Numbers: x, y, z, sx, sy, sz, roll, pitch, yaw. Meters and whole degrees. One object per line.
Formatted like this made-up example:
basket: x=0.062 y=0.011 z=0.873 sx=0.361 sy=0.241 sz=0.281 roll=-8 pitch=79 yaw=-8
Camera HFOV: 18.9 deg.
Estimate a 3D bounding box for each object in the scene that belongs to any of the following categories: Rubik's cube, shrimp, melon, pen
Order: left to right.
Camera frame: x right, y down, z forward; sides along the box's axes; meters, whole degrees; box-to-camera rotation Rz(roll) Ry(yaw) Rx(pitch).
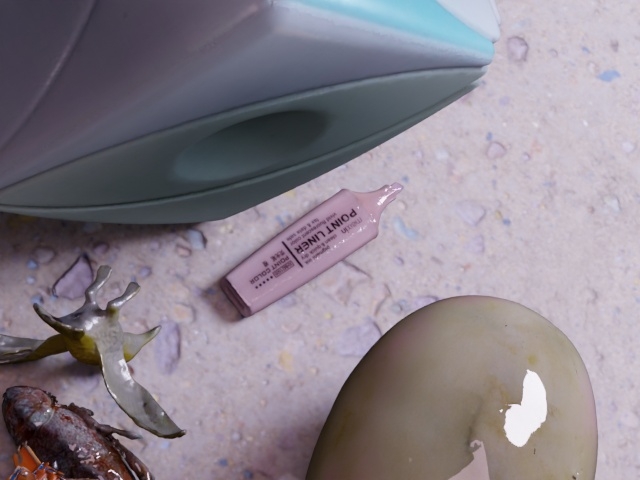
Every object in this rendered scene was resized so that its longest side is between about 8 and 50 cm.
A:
shrimp: x=-0.179 y=0.182 z=1.528 sx=0.190 sy=0.073 sz=0.075 roll=34 pitch=103 yaw=9
Rubik's cube: x=-0.107 y=-0.230 z=1.518 sx=0.351 sy=0.347 sz=0.352 roll=8 pitch=60 yaw=-55
pen: x=0.000 y=0.000 z=1.689 sx=0.197 sy=0.032 sz=0.053 roll=-35 pitch=80 yaw=-27
melon: x=0.102 y=0.195 z=1.527 sx=0.223 sy=0.223 sz=0.317 roll=24 pitch=62 yaw=-6

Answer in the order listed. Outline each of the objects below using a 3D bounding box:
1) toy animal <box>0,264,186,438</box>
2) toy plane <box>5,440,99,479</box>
toy animal: x=-0.167 y=0.074 z=1.549 sx=0.219 sy=0.095 sz=0.155 roll=26 pitch=35 yaw=24
toy plane: x=-0.242 y=0.252 z=1.476 sx=0.135 sy=0.062 sz=0.188 roll=22 pitch=88 yaw=21
